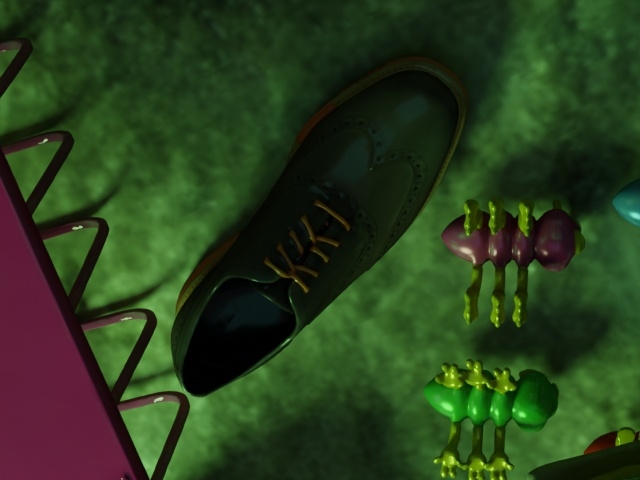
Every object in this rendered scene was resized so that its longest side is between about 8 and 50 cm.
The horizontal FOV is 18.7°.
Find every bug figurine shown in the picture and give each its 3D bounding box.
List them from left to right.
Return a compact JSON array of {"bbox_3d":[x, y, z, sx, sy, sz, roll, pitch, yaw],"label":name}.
[{"bbox_3d":[0.179,0.058,1.263,0.216,0.072,0.279,6,117,5],"label":"bug figurine"}]

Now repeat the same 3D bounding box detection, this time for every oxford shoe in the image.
[{"bbox_3d":[0.000,0.000,1.240,0.097,0.098,0.271,34,114,-10],"label":"oxford shoe"}]

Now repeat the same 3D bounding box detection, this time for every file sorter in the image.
[{"bbox_3d":[-0.228,0.043,1.242,0.202,0.182,0.290,-15,112,15],"label":"file sorter"}]

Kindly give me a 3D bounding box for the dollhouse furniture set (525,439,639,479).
[{"bbox_3d":[0.286,0.130,1.154,0.301,0.197,0.151,-12,120,-18],"label":"dollhouse furniture set"}]
